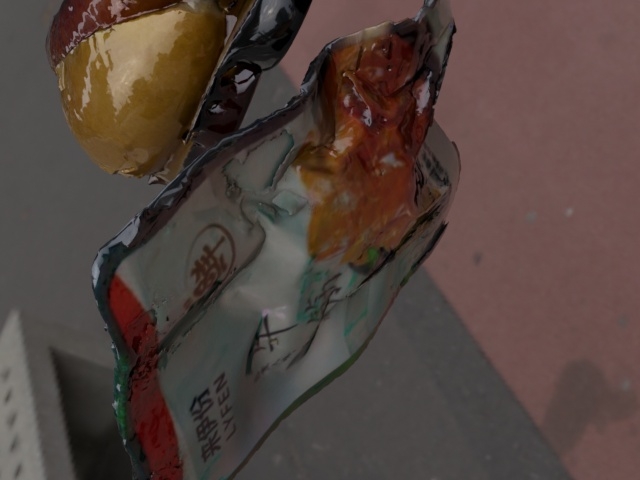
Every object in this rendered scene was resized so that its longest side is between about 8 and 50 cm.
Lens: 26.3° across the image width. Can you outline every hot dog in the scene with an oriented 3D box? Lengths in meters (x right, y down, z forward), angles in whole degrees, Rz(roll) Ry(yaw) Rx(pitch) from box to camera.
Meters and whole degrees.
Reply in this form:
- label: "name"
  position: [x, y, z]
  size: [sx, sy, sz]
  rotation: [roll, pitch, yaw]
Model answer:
- label: "hot dog"
  position: [-0.094, -0.139, 0.791]
  size: [0.326, 0.107, 0.194]
  rotation: [129, 152, -57]

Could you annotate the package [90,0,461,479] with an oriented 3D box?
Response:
- label: "package"
  position: [0.000, 0.000, 0.550]
  size: [0.232, 0.040, 0.166]
  rotation: [-46, -33, -36]
